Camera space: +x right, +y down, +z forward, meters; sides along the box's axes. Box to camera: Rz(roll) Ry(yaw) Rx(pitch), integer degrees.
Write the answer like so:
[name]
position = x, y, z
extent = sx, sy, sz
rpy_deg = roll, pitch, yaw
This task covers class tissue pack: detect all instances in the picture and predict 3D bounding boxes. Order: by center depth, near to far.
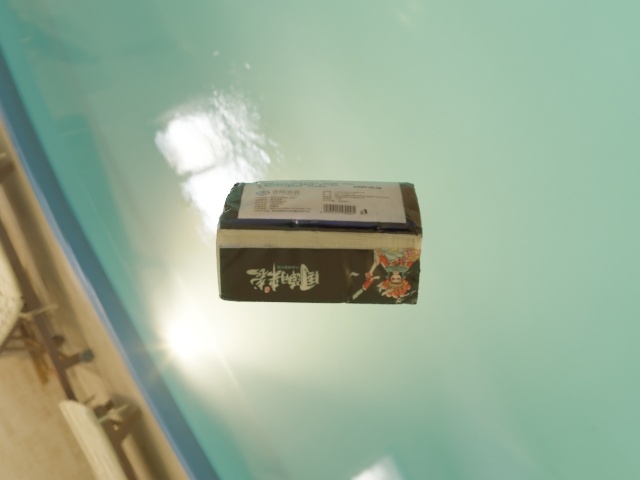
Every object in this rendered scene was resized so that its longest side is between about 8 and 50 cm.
[tissue pack]
position = -0.001, 0.000, 0.682
extent = 0.103, 0.170, 0.090
rpy_deg = -88, 0, -60
